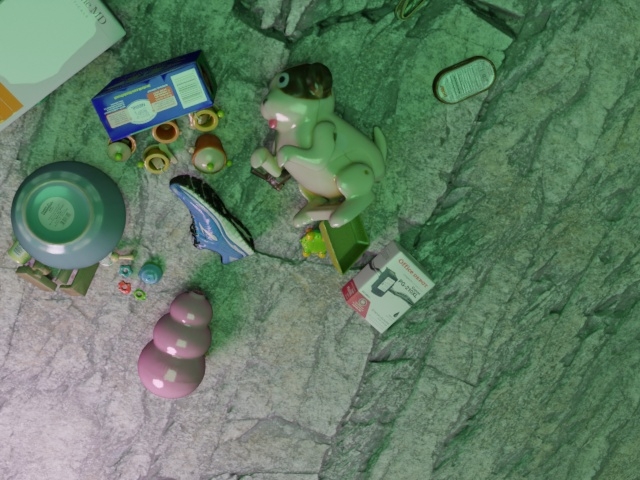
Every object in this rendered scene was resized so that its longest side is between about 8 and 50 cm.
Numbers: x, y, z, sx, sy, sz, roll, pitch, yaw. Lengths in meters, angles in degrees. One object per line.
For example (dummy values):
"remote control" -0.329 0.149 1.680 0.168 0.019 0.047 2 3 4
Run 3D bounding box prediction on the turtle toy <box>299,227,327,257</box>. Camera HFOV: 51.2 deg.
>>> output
"turtle toy" 0.000 0.000 2.044 0.130 0.066 0.095 3 133 -12

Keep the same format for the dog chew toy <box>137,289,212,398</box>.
"dog chew toy" -0.427 0.310 2.042 0.207 0.206 0.331 19 100 -14

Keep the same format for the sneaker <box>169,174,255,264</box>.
"sneaker" -0.335 -0.047 1.942 0.147 0.129 0.330 -33 119 9

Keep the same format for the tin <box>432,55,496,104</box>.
"tin" 0.418 -0.465 1.942 0.190 0.040 0.106 -24 108 2

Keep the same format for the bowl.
"bowl" -0.697 -0.073 1.821 0.312 0.163 0.311 0 89 -11

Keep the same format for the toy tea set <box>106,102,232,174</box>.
"toy tea set" -0.411 -0.251 1.837 0.336 0.124 0.200 -14 134 -1

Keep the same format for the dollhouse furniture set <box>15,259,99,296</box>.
"dollhouse furniture set" -0.771 0.078 1.969 0.151 0.123 0.144 -1 148 30

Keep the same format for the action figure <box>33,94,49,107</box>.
"action figure" -0.818 -0.385 1.792 0.232 0.063 0.137 -23 110 -1

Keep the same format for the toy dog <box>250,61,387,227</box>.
"toy dog" 0.001 -0.284 1.826 0.395 0.284 0.408 -38 111 -16

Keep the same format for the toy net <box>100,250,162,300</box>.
"toy net" -0.597 0.079 2.010 0.232 0.045 0.122 37 104 -17

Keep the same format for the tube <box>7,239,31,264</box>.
"tube" -0.802 -0.035 1.934 0.240 0.070 0.062 -47 70 7

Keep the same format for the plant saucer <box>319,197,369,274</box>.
"plant saucer" 0.065 -0.020 2.011 0.045 0.188 0.188 -3 117 36

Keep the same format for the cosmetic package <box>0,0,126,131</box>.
"cosmetic package" -0.734 -0.476 1.651 0.453 0.161 0.230 -38 122 1

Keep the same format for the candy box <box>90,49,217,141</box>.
"candy box" -0.412 -0.380 1.711 0.268 0.317 0.122 -19 114 1

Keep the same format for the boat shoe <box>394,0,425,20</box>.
"boat shoe" 0.277 -0.681 1.820 0.068 0.072 0.190 28 104 -16

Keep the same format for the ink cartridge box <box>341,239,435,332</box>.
"ink cartridge box" 0.213 0.145 2.110 0.237 0.100 0.172 -44 110 10

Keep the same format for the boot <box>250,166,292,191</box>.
"boot" -0.138 -0.214 1.965 0.114 0.037 0.106 36 100 -14

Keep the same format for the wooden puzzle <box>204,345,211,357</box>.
"wooden puzzle" -0.387 0.343 2.156 0.049 0.006 0.083 -43 110 9
